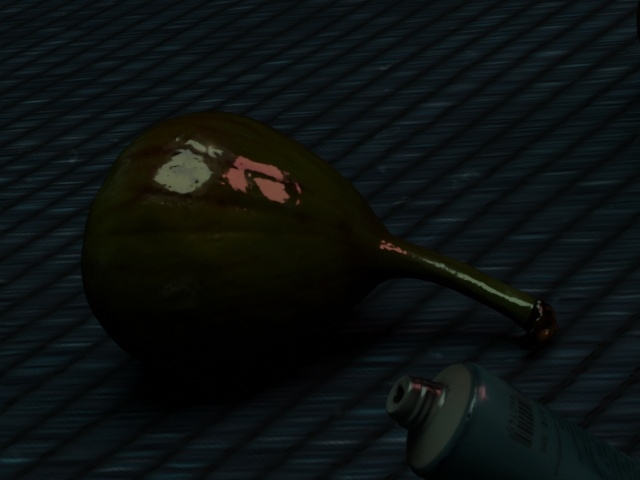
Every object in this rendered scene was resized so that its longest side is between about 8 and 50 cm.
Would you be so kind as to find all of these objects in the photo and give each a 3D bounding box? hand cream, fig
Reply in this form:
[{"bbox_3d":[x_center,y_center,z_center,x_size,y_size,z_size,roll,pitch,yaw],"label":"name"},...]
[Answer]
[{"bbox_3d":[0.123,0.106,0.712,0.224,0.048,0.083,27,18,-18],"label":"hand cream"},{"bbox_3d":[0.000,0.000,0.992,0.259,0.151,0.151,-1,27,11],"label":"fig"}]

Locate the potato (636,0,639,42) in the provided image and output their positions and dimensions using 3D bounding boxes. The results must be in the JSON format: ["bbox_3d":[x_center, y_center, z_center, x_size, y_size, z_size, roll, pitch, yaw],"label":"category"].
[{"bbox_3d":[0.307,-0.160,1.121,0.202,0.218,0.351,12,3,-19],"label":"potato"}]
